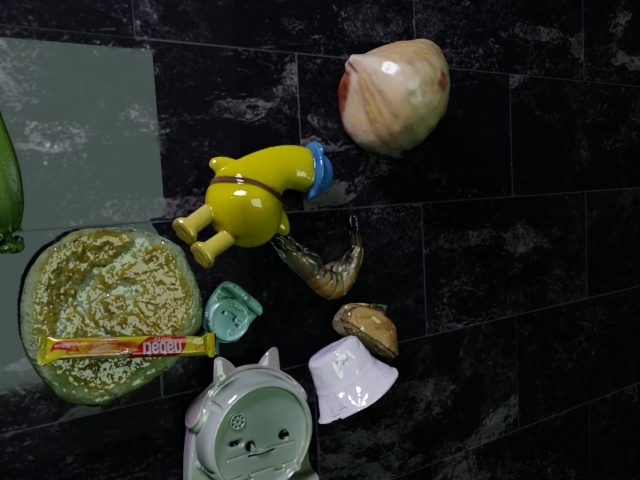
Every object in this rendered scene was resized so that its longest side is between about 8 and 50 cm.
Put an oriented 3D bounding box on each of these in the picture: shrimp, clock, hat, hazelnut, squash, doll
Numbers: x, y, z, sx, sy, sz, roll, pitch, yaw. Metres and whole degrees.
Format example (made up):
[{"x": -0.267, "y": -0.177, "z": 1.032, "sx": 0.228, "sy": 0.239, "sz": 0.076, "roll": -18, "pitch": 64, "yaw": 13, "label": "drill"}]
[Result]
[{"x": 0.000, "y": 0.000, "z": 1.223, "sx": 0.262, "sy": 0.051, "sz": 0.198, "roll": 40, "pitch": 65, "yaw": -30, "label": "shrimp"}, {"x": -0.135, "y": 0.381, "z": 1.116, "sx": 0.265, "sy": 0.108, "sz": 0.324, "roll": -5, "pitch": 95, "yaw": -31, "label": "clock"}, {"x": 0.053, "y": 0.282, "z": 1.208, "sx": 0.203, "sy": 0.203, "sz": 0.126, "roll": -29, "pitch": 88, "yaw": -27, "label": "hat"}, {"x": 0.151, "y": -0.310, "z": 1.185, "sx": 0.241, "sy": 0.261, "sz": 0.261, "roll": 44, "pitch": 70, "yaw": -25, "label": "hazelnut"}, {"x": -0.185, "y": 0.157, "z": 1.113, "sx": 0.101, "sy": 0.041, "sz": 0.135, "roll": 43, "pitch": 71, "yaw": -26, "label": "clock"}, {"x": -0.526, "y": -0.160, "z": 0.857, "sx": 0.101, "sy": 0.101, "sz": 0.378, "roll": -17, "pitch": 103, "yaw": -30, "label": "squash"}, {"x": -0.115, "y": -0.098, "z": 1.091, "sx": 0.363, "sy": 0.145, "sz": 0.199, "roll": -41, "pitch": 100, "yaw": -32, "label": "doll"}]

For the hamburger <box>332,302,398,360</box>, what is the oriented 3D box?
[{"x": 0.108, "y": 0.191, "z": 1.280, "sx": 0.176, "sy": 0.087, "sz": 0.102, "roll": 33, "pitch": 53, "yaw": -17, "label": "hamburger"}]

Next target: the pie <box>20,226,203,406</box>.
[{"x": -0.361, "y": 0.121, "z": 0.990, "sx": 0.323, "sy": 0.070, "sz": 0.323, "roll": -1, "pitch": 92, "yaw": -30, "label": "pie"}]

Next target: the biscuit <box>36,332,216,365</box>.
[{"x": -0.319, "y": 0.181, "z": 0.962, "sx": 0.292, "sy": 0.026, "sz": 0.048, "roll": 4, "pitch": 69, "yaw": -29, "label": "biscuit"}]
